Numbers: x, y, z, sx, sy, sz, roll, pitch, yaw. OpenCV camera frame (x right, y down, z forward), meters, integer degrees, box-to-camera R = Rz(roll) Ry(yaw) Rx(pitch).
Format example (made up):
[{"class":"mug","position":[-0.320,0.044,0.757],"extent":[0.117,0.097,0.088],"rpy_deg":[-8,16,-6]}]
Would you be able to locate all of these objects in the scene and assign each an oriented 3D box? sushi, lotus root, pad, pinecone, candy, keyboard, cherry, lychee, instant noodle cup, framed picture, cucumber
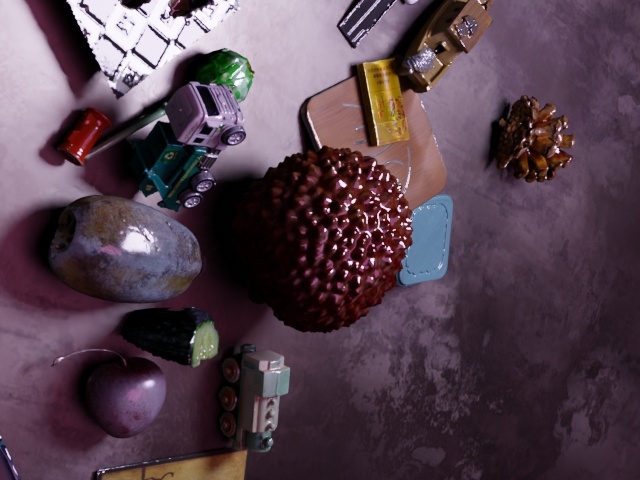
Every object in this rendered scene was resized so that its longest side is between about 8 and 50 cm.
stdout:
[{"class":"sushi","position":[-0.280,-0.405,1.755],"extent":[0.292,0.059,0.294],"rpy_deg":[-41,128,-31]},{"class":"lotus root","position":[-0.274,0.024,1.825],"extent":[0.322,0.140,0.158],"rpy_deg":[16,89,-49]},{"class":"pad","position":[0.110,-0.174,2.201],"extent":[0.286,0.018,0.284],"rpy_deg":[-31,106,-36]},{"class":"pinecone","position":[0.458,-0.208,2.505],"extent":[0.195,0.150,0.179],"rpy_deg":[29,81,-54]},{"class":"candy","position":[-0.240,-0.204,1.854],"extent":[0.323,0.097,0.097],"rpy_deg":[-34,124,-25]},{"class":"keyboard","position":[0.110,-0.442,2.155],"extent":[0.198,0.010,0.063],"rpy_deg":[-49,130,-10]},{"class":"cherry","position":[-0.336,0.252,1.859],"extent":[0.188,0.115,0.148],"rpy_deg":[-10,147,-36]},{"class":"lychee","position":[0.000,0.000,1.982],"extent":[0.330,0.306,0.306],"rpy_deg":[-34,135,13]},{"class":"instant noodle cup","position":[0.189,-0.005,2.342],"extent":[0.157,0.070,0.179],"rpy_deg":[-7,106,-45]},{"class":"framed picture","position":[-0.264,0.499,2.056],"extent":[0.338,0.014,0.255],"rpy_deg":[0,101,-46]},{"class":"cucumber","position":[-0.229,0.145,1.866],"extent":[0.115,0.193,0.086],"rpy_deg":[-5,96,-45]}]

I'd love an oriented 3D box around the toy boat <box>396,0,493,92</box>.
[{"class":"toy boat","position":[0.258,-0.409,2.252],"extent":[0.089,0.121,0.321],"rpy_deg":[47,62,-19]}]

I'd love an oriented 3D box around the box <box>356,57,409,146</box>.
[{"class":"box","position":[0.117,-0.257,2.188],"extent":[0.089,0.022,0.156],"rpy_deg":[-13,95,-39]}]

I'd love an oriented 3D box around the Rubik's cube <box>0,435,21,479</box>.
[{"class":"Rubik's cube","position":[-0.574,0.254,1.451],"extent":[0.368,0.358,0.387],"rpy_deg":[-22,93,-1]}]

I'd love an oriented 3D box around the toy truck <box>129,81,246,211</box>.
[{"class":"toy truck","position":[-0.214,-0.144,1.795],"extent":[0.116,0.110,0.216],"rpy_deg":[2,141,-41]}]

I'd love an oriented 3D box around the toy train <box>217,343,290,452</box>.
[{"class":"toy train","position":[-0.118,0.283,2.068],"extent":[0.080,0.125,0.194],"rpy_deg":[-5,104,-41]}]

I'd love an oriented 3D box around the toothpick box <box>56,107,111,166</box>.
[{"class":"toothpick box","position":[-0.353,-0.157,1.759],"extent":[0.083,0.047,0.047],"rpy_deg":[-58,134,-19]}]

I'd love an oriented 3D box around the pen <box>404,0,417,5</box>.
[{"class":"pen","position":[0.115,-0.535,2.144],"extent":[0.033,0.033,0.269],"rpy_deg":[-55,133,-19]}]
